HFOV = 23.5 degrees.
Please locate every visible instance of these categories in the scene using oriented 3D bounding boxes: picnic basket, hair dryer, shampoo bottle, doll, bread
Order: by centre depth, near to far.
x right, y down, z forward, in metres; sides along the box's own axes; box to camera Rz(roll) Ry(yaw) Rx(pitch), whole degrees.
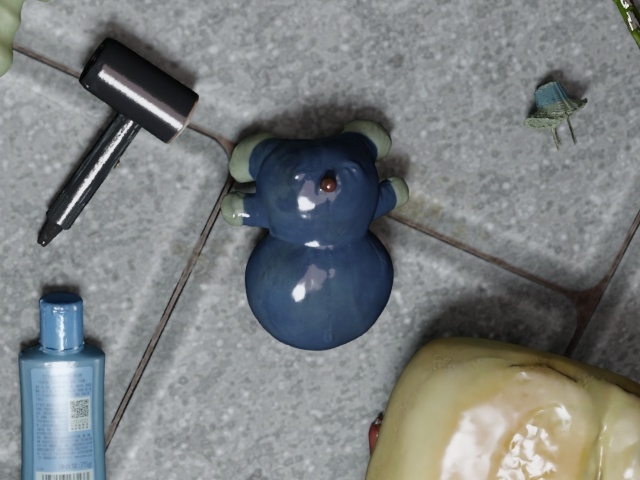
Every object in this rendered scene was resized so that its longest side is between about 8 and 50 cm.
[{"bbox_3d":[-0.264,-0.102,1.762,0.128,0.070,0.255,36,100,-18],"label":"hair dryer"},{"bbox_3d":[0.000,0.000,1.808,0.228,0.154,0.258,-7,113,-14],"label":"doll"},{"bbox_3d":[-0.306,0.190,1.829,0.103,0.061,0.258,-1,105,-11],"label":"shampoo bottle"},{"bbox_3d":[0.225,0.315,1.861,0.348,0.253,0.376,13,88,0],"label":"bread"},{"bbox_3d":[0.287,-0.150,1.864,0.083,0.065,0.083,-21,86,-15],"label":"picnic basket"}]

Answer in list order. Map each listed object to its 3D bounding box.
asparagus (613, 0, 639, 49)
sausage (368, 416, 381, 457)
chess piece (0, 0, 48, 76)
[{"bbox_3d":[0.377,-0.282,1.861,0.034,0.027,0.236,-33,109,-7],"label":"asparagus"},{"bbox_3d":[0.082,0.329,1.964,0.029,0.029,0.223,-8,106,-10],"label":"sausage"},{"bbox_3d":[-0.338,-0.289,1.657,0.144,0.144,0.251,40,90,-19],"label":"chess piece"}]
